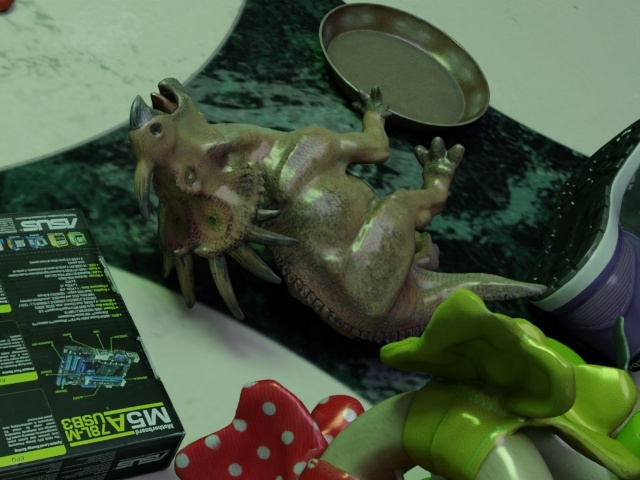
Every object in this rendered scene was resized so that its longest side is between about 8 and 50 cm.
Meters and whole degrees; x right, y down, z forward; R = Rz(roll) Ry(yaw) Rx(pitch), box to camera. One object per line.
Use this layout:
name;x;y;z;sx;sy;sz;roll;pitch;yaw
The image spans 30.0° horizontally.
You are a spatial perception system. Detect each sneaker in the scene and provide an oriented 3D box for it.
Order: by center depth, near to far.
sneaker;0.262;0.003;0.995;0.124;0.107;0.283;43;44;-6

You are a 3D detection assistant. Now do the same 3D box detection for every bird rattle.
bird rattle;0.034;0.139;0.594;0.143;0.253;0.207;33;36;-44

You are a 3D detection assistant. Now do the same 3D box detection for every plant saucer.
plant saucer;0.073;-0.152;1.081;0.168;0.029;0.168;16;41;-15

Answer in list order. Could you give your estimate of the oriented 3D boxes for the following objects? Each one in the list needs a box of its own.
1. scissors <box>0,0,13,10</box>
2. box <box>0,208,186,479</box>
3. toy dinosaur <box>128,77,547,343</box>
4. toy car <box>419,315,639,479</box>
scissors;-0.384;-0.236;0.917;0.297;0.021;0.109;24;43;-4
box;-0.198;0.065;0.689;0.190;0.045;0.184;-7;54;-36
toy dinosaur;0.000;0.000;0.815;0.295;0.127;0.200;37;44;-4
toy car;0.156;0.120;0.761;0.149;0.155;0.188;33;31;4
